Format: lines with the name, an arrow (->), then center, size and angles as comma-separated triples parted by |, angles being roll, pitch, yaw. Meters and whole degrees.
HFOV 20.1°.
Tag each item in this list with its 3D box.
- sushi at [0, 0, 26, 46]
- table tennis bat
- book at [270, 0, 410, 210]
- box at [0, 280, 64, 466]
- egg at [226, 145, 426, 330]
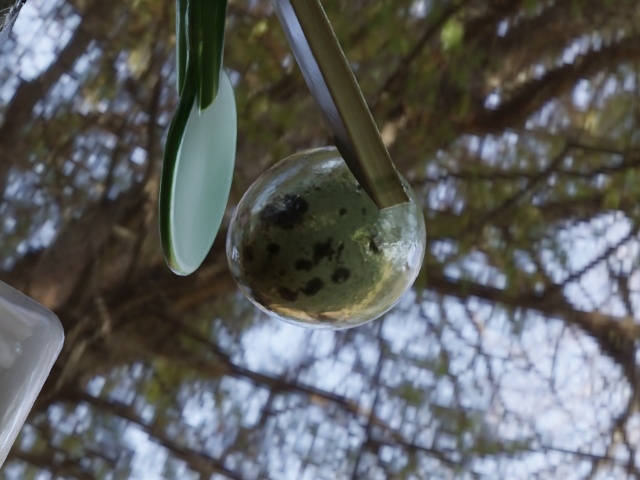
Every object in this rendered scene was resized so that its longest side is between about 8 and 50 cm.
sushi -> -0.362, -0.214, 1.357 | 0.273, 0.134, 0.109 | 33, -17, -11
table tennis bat -> -0.094, -0.094, 1.376 | 0.039, 0.160, 0.257 | 11, -58, 10
book -> -0.022, -0.173, 1.309 | 0.025, 0.215, 0.282 | -26, -68, -1
box -> -0.255, 0.093, 0.820 | 0.206, 0.262, 0.291 | 26, -91, -4
egg -> 0.000, 0.000, 1.711 | 0.177, 0.228, 0.177 | 7, -78, 36
